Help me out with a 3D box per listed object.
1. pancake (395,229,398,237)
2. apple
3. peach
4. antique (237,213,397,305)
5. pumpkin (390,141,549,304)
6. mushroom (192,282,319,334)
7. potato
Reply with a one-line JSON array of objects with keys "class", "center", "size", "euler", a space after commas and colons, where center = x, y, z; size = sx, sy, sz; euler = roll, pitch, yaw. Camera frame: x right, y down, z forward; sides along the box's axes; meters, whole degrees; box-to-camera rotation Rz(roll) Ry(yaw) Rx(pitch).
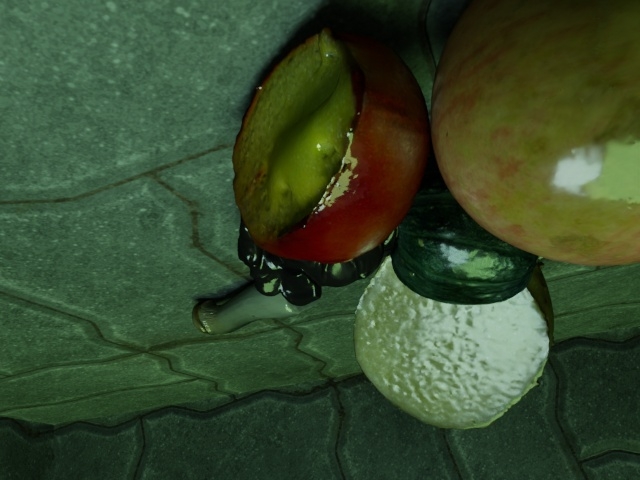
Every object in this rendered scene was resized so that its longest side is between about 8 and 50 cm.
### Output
[{"class": "pancake", "center": [0.196, -0.012, 1.051], "size": [0.108, 0.107, 0.017], "euler": [-19, -172, 22]}, {"class": "apple", "center": [0.303, -0.152, 0.595], "size": [0.364, 0.363, 0.364], "euler": [-7, 155, -3]}, {"class": "peach", "center": [0.007, -0.114, 0.719], "size": [0.281, 0.280, 0.338], "euler": [-9, 159, 1]}, {"class": "antique", "center": [0.000, 0.000, 1.054], "size": [0.323, 0.185, 0.255], "euler": [-5, 153, -16]}, {"class": "pumpkin", "center": [0.255, -0.058, 0.899], "size": [0.264, 0.292, 0.196], "euler": [15, 148, 18]}, {"class": "mushroom", "center": [-0.178, 0.179, 1.452], "size": [0.329, 0.122, 0.159], "euler": [-17, 144, 20]}, {"class": "potato", "center": [0.310, 0.145, 1.225], "size": [0.319, 0.386, 0.441], "euler": [-37, 150, -61]}]
